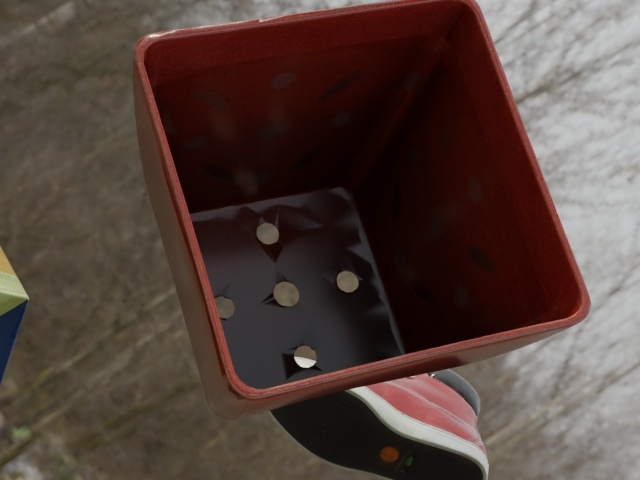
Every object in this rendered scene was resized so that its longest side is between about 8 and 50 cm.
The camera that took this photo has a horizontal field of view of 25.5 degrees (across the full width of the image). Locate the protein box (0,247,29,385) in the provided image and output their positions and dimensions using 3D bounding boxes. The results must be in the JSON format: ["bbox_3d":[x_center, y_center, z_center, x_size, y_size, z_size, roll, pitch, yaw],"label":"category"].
[{"bbox_3d":[-0.361,0.089,1.219,0.136,0.200,0.201,14,13,-27],"label":"protein box"}]

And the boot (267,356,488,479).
[{"bbox_3d":[0.055,0.158,1.445,0.244,0.088,0.176,26,26,-10],"label":"boot"}]

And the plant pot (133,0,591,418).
[{"bbox_3d":[0.000,0.000,1.074,0.236,0.267,0.267,125,-50,-63],"label":"plant pot"}]
